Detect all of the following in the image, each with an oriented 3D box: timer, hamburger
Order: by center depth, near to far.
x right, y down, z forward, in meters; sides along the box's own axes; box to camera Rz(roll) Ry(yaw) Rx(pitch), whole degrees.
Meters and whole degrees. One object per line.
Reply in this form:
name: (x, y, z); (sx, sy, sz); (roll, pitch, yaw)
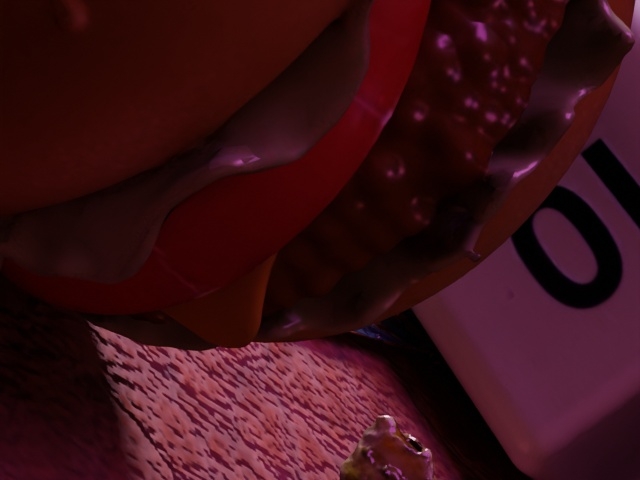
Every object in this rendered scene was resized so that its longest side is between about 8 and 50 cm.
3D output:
hamburger: (-0.050, -0.103, 0.466); (0.212, 0.274, 0.274); (28, 25, -55)
timer: (0.160, 0.014, 0.827); (0.195, 0.192, 0.194); (58, 10, 32)

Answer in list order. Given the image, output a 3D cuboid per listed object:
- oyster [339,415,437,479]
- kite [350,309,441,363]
oyster: (0.042, 0.143, 0.520); (0.166, 0.053, 0.108); (58, 28, 10)
kite: (0.000, 0.000, 0.805); (0.183, 0.014, 0.241); (42, 20, -21)
